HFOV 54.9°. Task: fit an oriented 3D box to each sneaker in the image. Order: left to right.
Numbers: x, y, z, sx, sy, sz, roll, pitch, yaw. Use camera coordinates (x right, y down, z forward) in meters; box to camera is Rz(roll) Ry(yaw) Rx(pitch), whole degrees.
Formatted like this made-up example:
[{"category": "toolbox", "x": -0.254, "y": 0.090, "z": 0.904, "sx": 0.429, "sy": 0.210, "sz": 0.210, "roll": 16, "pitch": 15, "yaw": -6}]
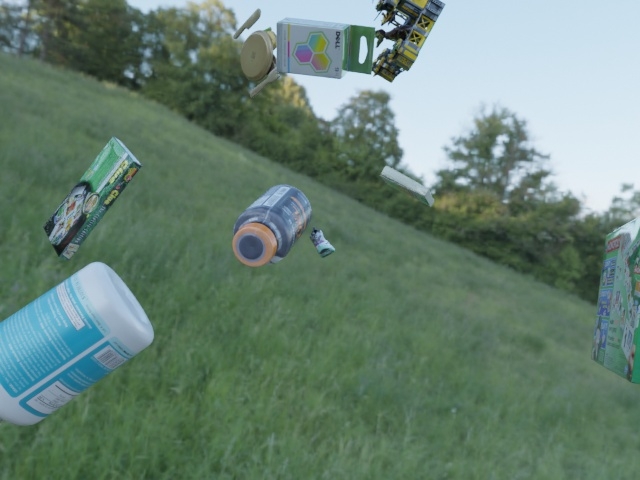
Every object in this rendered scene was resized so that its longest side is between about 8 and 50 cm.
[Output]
[{"category": "sneaker", "x": 0.000, "y": 0.000, "z": 1.414, "sx": 0.038, "sy": 0.069, "sz": 0.098, "roll": -29, "pitch": -13, "yaw": 0}]

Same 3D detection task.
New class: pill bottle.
[{"category": "pill bottle", "x": -0.383, "y": 0.158, "z": 0.869, "sx": 0.264, "sy": 0.146, "sz": 0.146, "roll": -34, "pitch": 6, "yaw": -9}, {"category": "pill bottle", "x": -0.109, "y": -0.028, "z": 1.334, "sx": 0.130, "sy": 0.131, "sz": 0.246, "roll": 7, "pitch": 23, "yaw": 12}]

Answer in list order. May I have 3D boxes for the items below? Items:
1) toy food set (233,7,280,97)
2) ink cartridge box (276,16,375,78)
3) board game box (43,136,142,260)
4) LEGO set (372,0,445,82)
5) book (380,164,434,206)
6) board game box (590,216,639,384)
[{"category": "toy food set", "x": -0.149, "y": -0.457, "z": 1.523, "sx": 0.038, "sy": 0.192, "sz": 0.132, "roll": -3, "pitch": -18, "yaw": -45}, {"category": "ink cartridge box", "x": 0.009, "y": -0.420, "z": 1.353, "sx": 0.209, "sy": 0.109, "sz": 0.062, "roll": 11, "pitch": 32, "yaw": 13}, {"category": "board game box", "x": -0.496, "y": -0.093, "z": 1.331, "sx": 0.030, "sy": 0.260, "sz": 0.136, "roll": 36, "pitch": 6, "yaw": -45}, {"category": "LEGO set", "x": 0.193, "y": -0.602, "z": 1.750, "sx": 0.192, "sy": 0.255, "sz": 0.331, "roll": 29, "pitch": 10, "yaw": -7}, {"category": "book", "x": 0.244, "y": -0.148, "z": 1.713, "sx": 0.144, "sy": 0.035, "sz": 0.096, "roll": 31, "pitch": -4, "yaw": 26}, {"category": "board game box", "x": 0.445, "y": 0.083, "z": 0.879, "sx": 0.046, "sy": 0.214, "sz": 0.317, "roll": 9, "pitch": -3, "yaw": 16}]
